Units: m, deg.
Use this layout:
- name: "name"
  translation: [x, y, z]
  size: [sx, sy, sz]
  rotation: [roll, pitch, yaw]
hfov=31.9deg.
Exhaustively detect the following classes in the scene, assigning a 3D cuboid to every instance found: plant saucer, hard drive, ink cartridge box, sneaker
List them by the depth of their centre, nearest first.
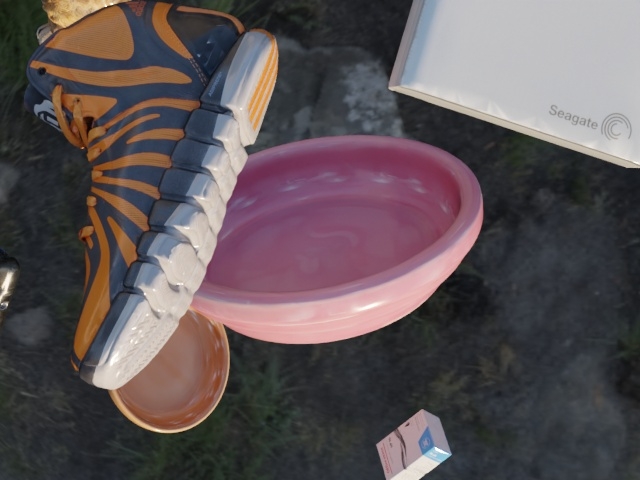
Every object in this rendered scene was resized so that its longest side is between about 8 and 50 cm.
- name: "sneaker"
  translation: [-0.168, -0.050, 0.904]
  size: [0.180, 0.124, 0.321]
  rotation: [19, 71, 7]
- name: "hard drive"
  translation: [0.216, -0.263, 0.937]
  size: [0.233, 0.047, 0.353]
  rotation: [16, 92, -14]
- name: "ink cartridge box"
  translation: [0.087, 0.215, 1.126]
  size: [0.028, 0.048, 0.083]
  rotation: [30, 119, -35]
- name: "plant saucer"
  translation: [0.000, 0.000, 1.138]
  size: [0.332, 0.332, 0.084]
  rotation: [-26, 123, -24]
- name: "plant saucer"
  translation: [-0.207, 0.151, 1.468]
  size: [0.200, 0.037, 0.200]
  rotation: [11, 74, -43]

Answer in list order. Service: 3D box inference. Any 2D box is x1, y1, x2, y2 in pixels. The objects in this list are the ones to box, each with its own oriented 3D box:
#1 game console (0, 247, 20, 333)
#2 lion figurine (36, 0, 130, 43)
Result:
- name: "game console"
  translation: [-0.416, 0.129, 1.082]
  size: [0.173, 0.250, 0.293]
  rotation: [-12, 132, -53]
- name: "lion figurine"
  translation: [-0.319, -0.405, 1.359]
  size: [0.142, 0.240, 0.392]
  rotation: [0, 106, 10]
